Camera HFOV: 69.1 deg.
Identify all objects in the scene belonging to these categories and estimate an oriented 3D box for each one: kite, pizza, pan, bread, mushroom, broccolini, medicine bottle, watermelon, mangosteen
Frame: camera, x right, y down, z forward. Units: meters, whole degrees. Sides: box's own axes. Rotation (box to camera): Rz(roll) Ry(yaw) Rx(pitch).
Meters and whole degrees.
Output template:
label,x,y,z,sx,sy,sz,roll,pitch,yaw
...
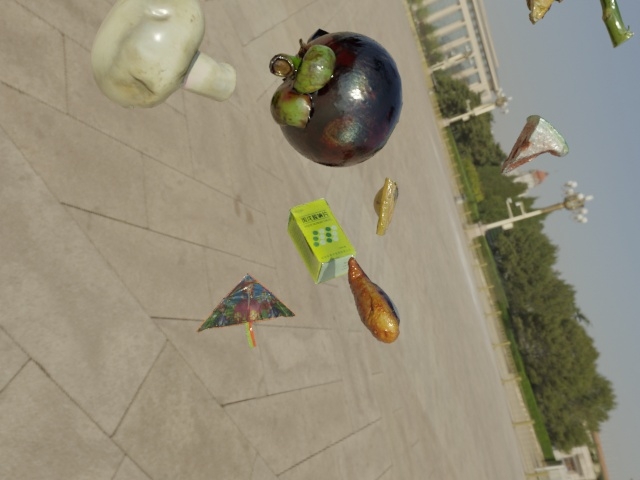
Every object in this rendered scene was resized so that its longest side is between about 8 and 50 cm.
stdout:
label,x,y,z,sx,sy,sz,roll,pitch,yaw
kite,-0.132,0.132,0.856,0.010,0.190,0.159,-140,-130,-61
pizza,0.227,-0.118,1.699,0.188,0.081,0.203,11,92,-76
pizza,0.594,-0.679,1.243,0.069,0.154,0.193,-129,-129,-66
pan,-0.002,-0.560,1.480,0.128,0.048,0.201,-5,97,-49
bread,0.131,0.168,1.231,0.269,0.095,0.139,52,-15,47
mushroom,-0.388,-0.471,1.112,0.356,0.315,0.314,-50,121,-52
broccolini,0.577,-0.595,0.938,0.079,0.074,0.391,-28,100,-40
medicine bottle,0.000,0.000,1.544,0.250,0.137,0.141,60,-22,28
watermelon,0.500,-0.237,1.116,0.098,0.159,0.121,-20,91,-71
mangosteen,0.015,-0.330,1.058,0.360,0.306,0.305,16,53,-32
